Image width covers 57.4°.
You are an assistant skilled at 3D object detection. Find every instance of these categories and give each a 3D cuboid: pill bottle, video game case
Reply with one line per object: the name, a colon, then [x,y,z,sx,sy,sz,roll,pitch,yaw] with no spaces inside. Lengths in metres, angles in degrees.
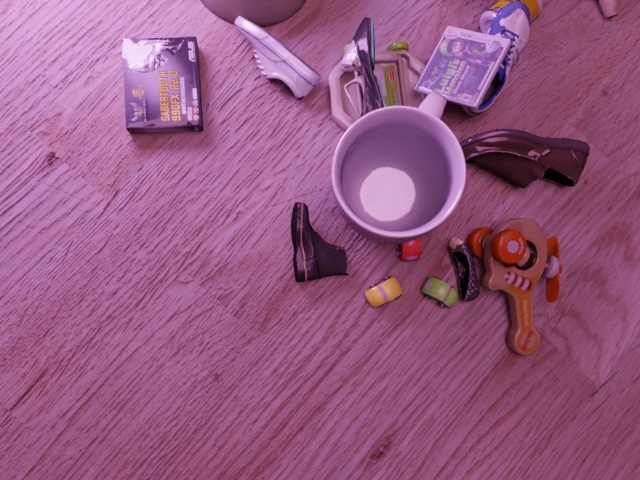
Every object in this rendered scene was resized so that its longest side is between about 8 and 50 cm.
pill bottle: [0.527,-0.617,1.573,0.184,0.103,0.103,-40,90,-10]
video game case: [0.350,-0.431,1.448,0.173,0.022,0.190,26,86,30]

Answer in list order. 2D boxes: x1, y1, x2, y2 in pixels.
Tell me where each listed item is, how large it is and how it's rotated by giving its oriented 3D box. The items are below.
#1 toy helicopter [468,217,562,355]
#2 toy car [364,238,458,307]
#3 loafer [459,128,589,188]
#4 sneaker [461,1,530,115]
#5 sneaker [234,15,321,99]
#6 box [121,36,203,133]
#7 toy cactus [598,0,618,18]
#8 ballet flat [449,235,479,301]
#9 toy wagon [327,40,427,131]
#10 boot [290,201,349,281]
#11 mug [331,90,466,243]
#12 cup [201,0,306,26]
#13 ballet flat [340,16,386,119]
toy helicopter: [0.526,0.117,1.502,0.235,0.140,0.354,-8,96,-17]
toy car: [0.255,0.099,1.484,0.225,0.053,0.238,29,81,-4]
loafer: [0.526,-0.203,1.512,0.367,0.134,0.129,3,83,-7]
sneaker: [0.457,-0.454,1.480,0.112,0.131,0.296,20,107,0]
sneaker: [-0.123,-0.456,1.469,0.258,0.094,0.091,40,106,-1]
box: [-0.389,-0.384,1.446,0.183,0.056,0.230,-3,84,-9]
toy cactus: [0.805,-0.720,1.632,0.219,0.112,0.180,-17,96,-18]
ballet flat: [0.365,0.072,1.497,0.049,0.058,0.173,-16,88,-37]
toy wagon: [0.196,-0.379,1.521,0.345,0.068,0.266,-5,85,-9]
boot: [0.000,0.000,1.457,0.137,0.077,0.197,-3,98,-13]
mug: [0.188,-0.169,1.348,0.276,0.328,0.373,26,87,5]
cup: [-0.163,-0.729,1.424,0.332,0.237,0.330,1,84,-8]
ballet flat: [0.102,-0.407,1.431,0.096,0.095,0.280,-9,85,3]
